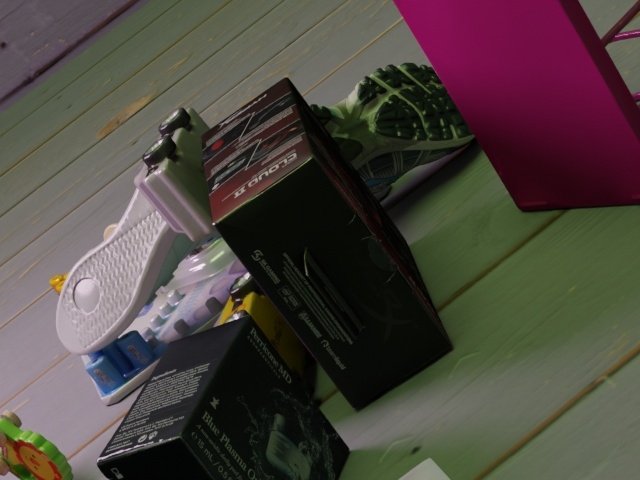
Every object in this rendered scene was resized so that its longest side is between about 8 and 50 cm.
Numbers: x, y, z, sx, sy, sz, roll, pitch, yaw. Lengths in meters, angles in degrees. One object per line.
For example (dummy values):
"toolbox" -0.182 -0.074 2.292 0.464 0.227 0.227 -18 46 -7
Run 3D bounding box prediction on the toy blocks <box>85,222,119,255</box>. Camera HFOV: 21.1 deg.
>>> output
"toy blocks" -0.195 -0.020 1.999 0.123 0.054 0.148 -21 23 39

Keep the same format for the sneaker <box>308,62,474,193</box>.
"sneaker" 0.043 -0.098 1.806 0.283 0.110 0.122 -17 -29 -29

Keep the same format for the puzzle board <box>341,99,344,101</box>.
"puzzle board" 0.077 -0.156 2.005 0.128 0.011 0.096 -7 26 16

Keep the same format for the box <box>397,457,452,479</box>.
"box" 0.028 0.287 1.010 0.262 0.127 0.231 -37 18 -3

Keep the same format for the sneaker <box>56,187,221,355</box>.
"sneaker" -0.173 0.023 1.861 0.256 0.094 0.151 -54 -25 13

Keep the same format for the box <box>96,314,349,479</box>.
"box" -0.074 0.172 1.376 0.093 0.156 0.158 -22 24 32

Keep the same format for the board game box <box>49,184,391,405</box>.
"board game box" -0.137 -0.001 2.017 0.390 0.050 0.390 -38 20 -4

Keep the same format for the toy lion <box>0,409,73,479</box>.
"toy lion" -0.291 0.221 1.739 0.034 0.096 0.100 -49 -16 -32

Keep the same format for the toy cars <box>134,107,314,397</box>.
"toy cars" -0.105 0.025 1.638 0.087 0.176 0.393 -36 56 16

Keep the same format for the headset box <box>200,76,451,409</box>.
"headset box" 0.000 0.000 1.550 0.110 0.218 0.293 -34 20 6

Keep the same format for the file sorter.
"file sorter" 0.225 -0.199 1.531 0.182 0.290 0.202 -43 21 -27
